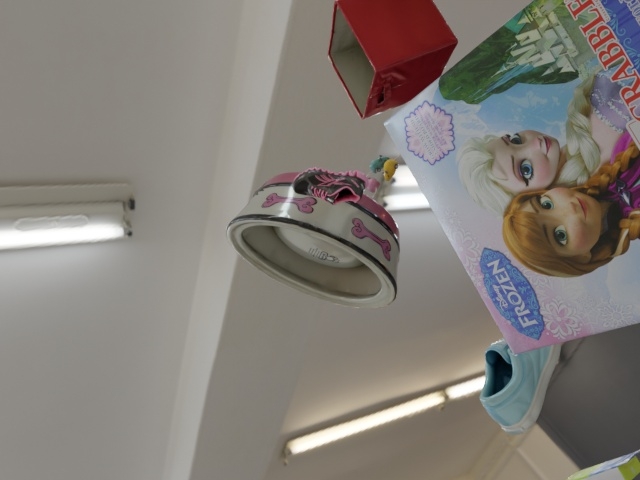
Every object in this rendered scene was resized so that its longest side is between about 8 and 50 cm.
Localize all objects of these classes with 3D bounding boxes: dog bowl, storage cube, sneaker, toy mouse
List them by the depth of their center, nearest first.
[{"bbox_3d":[0.012,-0.078,0.843,0.119,0.057,0.047,0,-43,14],"label":"sneaker"},{"bbox_3d":[0.146,-0.407,1.179,0.193,0.215,0.183,-23,-16,-12],"label":"storage cube"},{"bbox_3d":[0.000,0.000,1.261,0.408,0.408,0.150,52,-127,-49],"label":"dog bowl"},{"bbox_3d":[0.486,0.277,1.354,0.150,0.366,0.135,42,-39,-19],"label":"sneaker"},{"bbox_3d":[0.155,-0.190,1.545,0.031,0.143,0.161,33,-104,-27],"label":"toy mouse"}]

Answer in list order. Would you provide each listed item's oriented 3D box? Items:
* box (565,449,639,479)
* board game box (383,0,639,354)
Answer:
[{"bbox_3d":[0.634,0.528,1.233,0.109,0.042,0.178,-1,-33,-44],"label":"box"},{"bbox_3d":[0.255,-0.070,0.550,0.066,0.318,0.318,-25,-7,-41],"label":"board game box"}]
